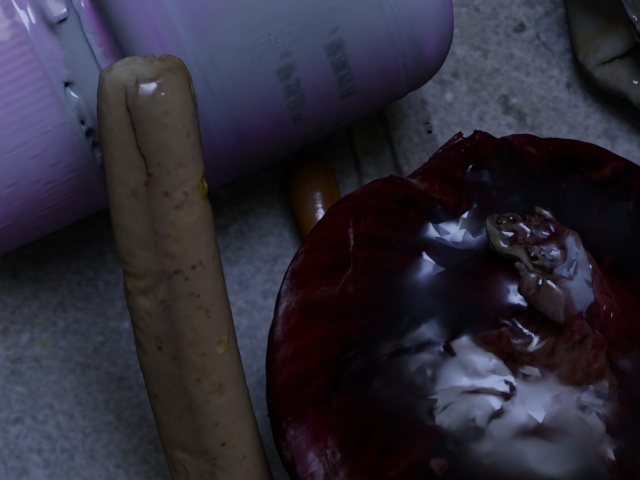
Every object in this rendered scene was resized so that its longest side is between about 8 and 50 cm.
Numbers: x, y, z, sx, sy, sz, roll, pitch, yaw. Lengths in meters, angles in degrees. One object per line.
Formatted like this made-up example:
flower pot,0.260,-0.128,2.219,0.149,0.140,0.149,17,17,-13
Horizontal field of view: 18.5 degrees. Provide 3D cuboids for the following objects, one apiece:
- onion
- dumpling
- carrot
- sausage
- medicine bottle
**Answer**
onion,0.126,0.072,1.128,0.314,0.232,0.314,5,62,-10
dumpling,0.266,-0.109,1.316,0.332,0.086,0.166,29,32,11
carrot,0.000,0.000,1.271,0.035,0.035,0.142,-6,68,-7
sausage,-0.077,0.040,1.121,0.065,0.066,0.301,-15,109,-12
medicine bottle,-0.108,-0.150,1.216,0.325,0.256,0.256,-27,67,-5
